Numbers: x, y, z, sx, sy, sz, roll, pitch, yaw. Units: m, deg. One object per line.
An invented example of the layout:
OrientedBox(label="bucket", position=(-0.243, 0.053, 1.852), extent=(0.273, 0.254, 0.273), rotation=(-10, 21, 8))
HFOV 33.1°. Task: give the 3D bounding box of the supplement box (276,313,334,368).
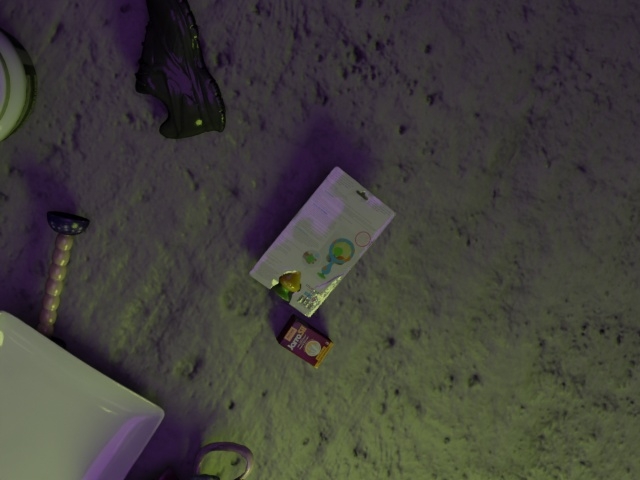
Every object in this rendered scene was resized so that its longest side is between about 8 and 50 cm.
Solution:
OrientedBox(label="supplement box", position=(-0.027, 0.175, 1.870), extent=(0.083, 0.043, 0.055), rotation=(33, 92, -13))

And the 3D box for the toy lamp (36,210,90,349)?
OrientedBox(label="toy lamp", position=(-0.439, 0.093, 1.762), extent=(0.080, 0.080, 0.275), rotation=(11, 96, -12))

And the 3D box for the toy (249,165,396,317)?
OrientedBox(label="toy", position=(0.000, 0.000, 1.845), extent=(0.137, 0.056, 0.237), rotation=(37, 95, -17))

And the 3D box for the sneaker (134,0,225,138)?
OrientedBox(label="sneaker", position=(-0.248, -0.297, 1.735), extent=(0.130, 0.109, 0.286), rotation=(-18, 99, -2))

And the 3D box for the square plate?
OrientedBox(label="square plate", position=(-0.474, 0.338, 1.718), extent=(0.344, 0.049, 0.347), rotation=(39, 76, -28))

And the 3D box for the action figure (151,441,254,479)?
OrientedBox(label="action figure", position=(-0.222, 0.563, 1.851), extent=(0.276, 0.248, 0.370), rotation=(-44, 124, -45))

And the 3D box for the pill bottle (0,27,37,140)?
OrientedBox(label="pill bottle", position=(-0.524, -0.226, 1.556), extent=(0.204, 0.361, 0.204), rotation=(-1, 98, -10))
